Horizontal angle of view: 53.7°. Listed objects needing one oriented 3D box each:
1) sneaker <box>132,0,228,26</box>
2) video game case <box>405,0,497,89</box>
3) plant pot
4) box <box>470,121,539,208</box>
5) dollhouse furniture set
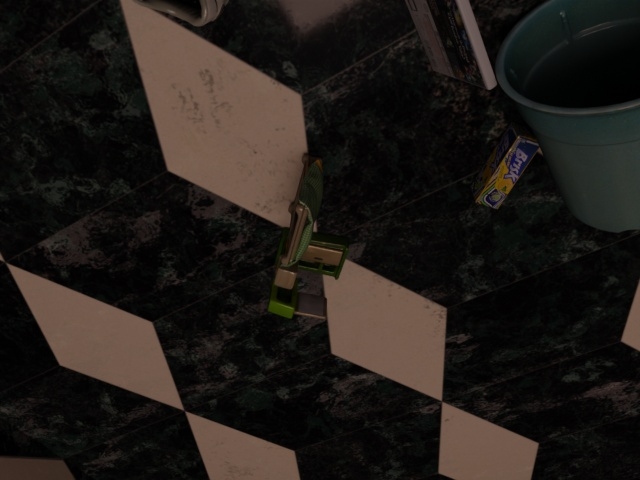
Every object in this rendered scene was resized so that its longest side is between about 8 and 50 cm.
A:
[{"bbox_3d":[-0.298,-0.451,0.987,0.330,0.146,0.122,26,127,-16],"label":"sneaker"},{"bbox_3d":[0.207,-0.349,1.043,0.022,0.173,0.190,-35,124,-5],"label":"video game case"},{"bbox_3d":[0.508,-0.210,1.061,0.341,0.341,0.334,-21,133,17],"label":"plant pot"},{"bbox_3d":[0.368,-0.148,1.265,0.054,0.059,0.169,15,128,-13],"label":"box"},{"bbox_3d":[0.000,0.000,1.306,0.151,0.197,0.301,12,129,-7],"label":"dollhouse furniture set"}]
